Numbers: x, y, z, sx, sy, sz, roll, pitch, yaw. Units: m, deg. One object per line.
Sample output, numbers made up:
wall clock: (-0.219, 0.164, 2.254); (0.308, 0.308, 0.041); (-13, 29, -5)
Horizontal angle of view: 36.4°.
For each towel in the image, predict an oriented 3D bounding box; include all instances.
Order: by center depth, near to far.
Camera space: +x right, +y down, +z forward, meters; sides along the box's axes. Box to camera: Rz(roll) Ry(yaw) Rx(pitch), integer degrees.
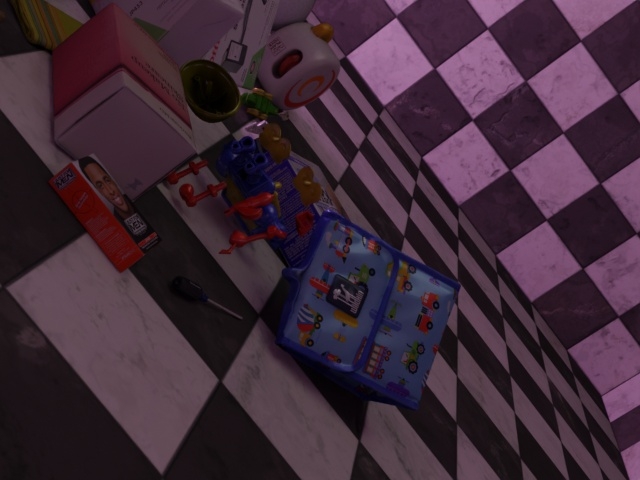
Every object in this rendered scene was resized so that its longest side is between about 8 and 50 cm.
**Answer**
towel: (-0.378, -0.302, 1.486); (0.237, 0.021, 0.102); (23, 40, -64)

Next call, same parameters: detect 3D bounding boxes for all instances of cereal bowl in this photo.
cereal bowl: (-0.188, -0.594, 2.339); (0.339, 0.141, 0.339); (26, 10, -5)

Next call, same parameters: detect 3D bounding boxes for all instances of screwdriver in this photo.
screwdriver: (-0.147, 0.085, 1.332); (0.025, 0.024, 0.170); (28, -6, 39)

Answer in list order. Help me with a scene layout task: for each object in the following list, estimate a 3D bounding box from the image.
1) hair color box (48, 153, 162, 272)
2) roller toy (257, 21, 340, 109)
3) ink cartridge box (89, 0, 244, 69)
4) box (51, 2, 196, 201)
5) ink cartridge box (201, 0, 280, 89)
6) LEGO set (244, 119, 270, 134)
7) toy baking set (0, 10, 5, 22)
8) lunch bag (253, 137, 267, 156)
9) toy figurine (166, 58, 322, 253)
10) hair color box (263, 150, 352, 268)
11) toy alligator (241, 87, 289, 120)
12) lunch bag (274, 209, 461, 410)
hair color box: (-0.263, -0.035, 1.201); (0.141, 0.043, 0.072); (52, 16, -6)
roller toy: (-0.063, -0.424, 2.341); (0.191, 0.209, 0.146); (-22, 72, -32)
ink cartridge box: (-0.303, -0.468, 1.696); (0.119, 0.207, 0.353); (13, 42, -57)
box: (-0.275, -0.194, 1.348); (0.148, 0.127, 0.232); (43, 18, -39)
ink cartridge box: (-0.197, -0.410, 1.872); (0.115, 0.198, 0.273); (21, 9, 14)
LEGO set: (-0.071, -0.152, 2.063); (0.244, 0.060, 0.182); (62, 5, 22)
toy baking set: (-0.489, -0.374, 1.285); (0.256, 0.030, 0.197); (28, 30, -58)
lunch bag: (-0.101, -0.162, 1.919); (0.098, 0.065, 0.067); (-108, 172, -50)
toy figurine: (-0.151, -0.090, 1.581); (0.362, 0.191, 0.217); (53, -17, 24)
hair color box: (0.000, 0.000, 1.791); (0.339, 0.110, 0.185); (62, 16, 20)
toy alligator: (-0.131, -0.296, 2.149); (0.051, 0.056, 0.189); (16, 0, 24)
lunch bag: (0.050, 0.105, 1.523); (0.293, 0.221, 0.138); (32, -19, -34)
